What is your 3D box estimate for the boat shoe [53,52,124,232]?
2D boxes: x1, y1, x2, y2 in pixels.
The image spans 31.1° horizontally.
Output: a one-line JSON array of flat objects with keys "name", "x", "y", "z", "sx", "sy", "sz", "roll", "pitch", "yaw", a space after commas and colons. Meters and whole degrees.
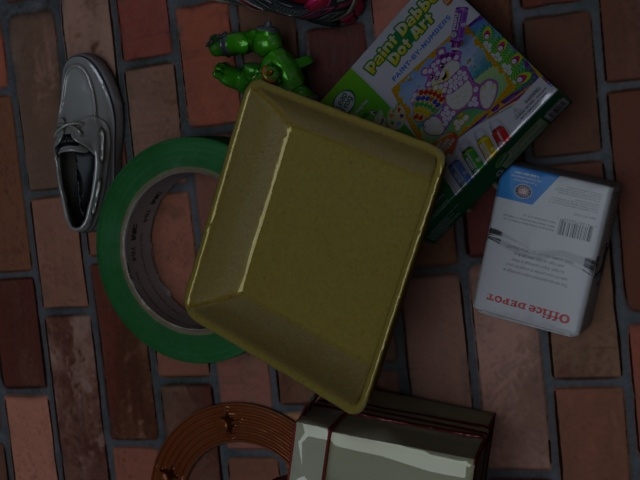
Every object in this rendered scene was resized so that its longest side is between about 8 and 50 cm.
[{"name": "boat shoe", "x": -0.353, "y": -0.143, "z": 1.698, "sx": 0.096, "sy": 0.088, "sz": 0.267, "roll": 3, "pitch": 98, "yaw": 24}]

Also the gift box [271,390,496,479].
[{"name": "gift box", "x": 0.077, "y": 0.305, "z": 1.480, "sx": 0.258, "sy": 0.255, "sz": 0.276, "roll": 8, "pitch": 94, "yaw": 14}]

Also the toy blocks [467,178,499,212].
[{"name": "toy blocks", "x": 0.148, "y": -0.079, "z": 1.500, "sx": 0.148, "sy": 0.054, "sz": 0.123, "roll": -33, "pitch": 82, "yaw": 24}]

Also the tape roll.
[{"name": "tape roll", "x": -0.167, "y": 0.011, "z": 1.640, "sx": 0.321, "sy": 0.077, "sz": 0.321, "roll": 3, "pitch": 98, "yaw": 24}]

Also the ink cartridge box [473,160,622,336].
[{"name": "ink cartridge box", "x": 0.283, "y": 0.008, "z": 1.434, "sx": 0.140, "sy": 0.082, "sz": 0.190, "roll": 15, "pitch": 103, "yaw": 22}]

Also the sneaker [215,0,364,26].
[{"name": "sneaker", "x": -0.086, "y": -0.369, "z": 1.540, "sx": 0.299, "sy": 0.112, "sz": 0.120, "roll": 17, "pitch": 103, "yaw": 22}]

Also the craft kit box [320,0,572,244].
[{"name": "craft kit box", "x": 0.144, "y": -0.168, "z": 1.444, "sx": 0.250, "sy": 0.061, "sz": 0.246, "roll": -48, "pitch": 56, "yaw": 16}]

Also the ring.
[{"name": "ring", "x": -0.112, "y": 0.405, "z": 1.687, "sx": 0.337, "sy": 0.032, "sz": 0.336, "roll": 3, "pitch": 97, "yaw": 24}]

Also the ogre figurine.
[{"name": "ogre figurine", "x": -0.073, "y": -0.215, "z": 1.566, "sx": 0.118, "sy": 0.097, "sz": 0.197, "roll": -33, "pitch": 66, "yaw": 42}]

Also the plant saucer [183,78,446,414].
[{"name": "plant saucer", "x": 0.000, "y": 0.000, "z": 1.443, "sx": 0.333, "sy": 0.081, "sz": 0.332, "roll": 26, "pitch": 104, "yaw": 37}]
